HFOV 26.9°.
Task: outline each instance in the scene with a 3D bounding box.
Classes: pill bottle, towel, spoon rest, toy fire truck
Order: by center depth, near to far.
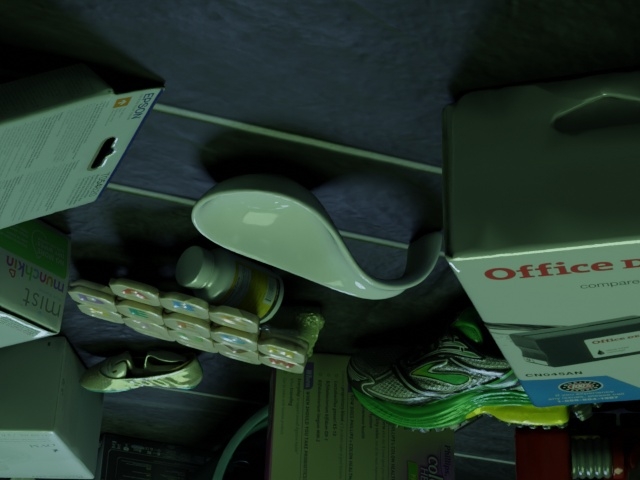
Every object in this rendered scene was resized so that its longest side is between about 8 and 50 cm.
[{"bbox_3d":[0.000,0.000,1.366,0.276,0.084,0.137,16,151,-27],"label":"spoon rest"},{"bbox_3d":[-0.102,0.046,1.491,0.065,0.065,0.116,-21,145,40],"label":"pill bottle"},{"bbox_3d":[-0.056,0.112,1.668,0.110,0.027,0.148,6,155,-5],"label":"towel"},{"bbox_3d":[0.376,0.316,1.818,0.217,0.158,0.246,-1,174,7],"label":"toy fire truck"}]

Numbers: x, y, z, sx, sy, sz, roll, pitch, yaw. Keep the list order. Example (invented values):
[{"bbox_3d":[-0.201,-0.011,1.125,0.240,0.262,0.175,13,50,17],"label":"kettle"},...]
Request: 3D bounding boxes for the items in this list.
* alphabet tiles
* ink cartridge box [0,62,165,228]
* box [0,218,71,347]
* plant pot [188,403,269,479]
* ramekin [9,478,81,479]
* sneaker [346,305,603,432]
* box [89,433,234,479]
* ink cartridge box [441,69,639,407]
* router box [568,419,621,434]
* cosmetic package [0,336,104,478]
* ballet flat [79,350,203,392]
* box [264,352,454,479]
[{"bbox_3d":[-0.153,0.103,1.574,0.284,0.021,0.278,15,165,2],"label":"alphabet tiles"},{"bbox_3d":[-0.276,-0.075,1.211,0.224,0.045,0.223,-19,163,-35],"label":"ink cartridge box"},{"bbox_3d":[-0.438,0.025,1.406,0.231,0.126,0.262,-15,149,31],"label":"box"},{"bbox_3d":[-0.054,0.421,2.002,0.341,0.341,0.334,12,160,-19],"label":"plant pot"},{"bbox_3d":[-0.470,0.498,2.315,0.109,0.207,0.207,8,155,-33],"label":"ramekin"},{"bbox_3d":[0.175,0.139,1.631,0.344,0.134,0.146,-9,117,36],"label":"sneaker"},{"bbox_3d":[-0.256,0.420,2.148,0.231,0.183,0.056,13,153,-22],"label":"box"},{"bbox_3d":[0.297,0.013,1.269,0.285,0.166,0.395,-7,152,18],"label":"ink cartridge box"},{"bbox_3d":[0.383,0.303,2.012,0.122,0.038,0.092,10,153,-15],"label":"router box"},{"bbox_3d":[-0.435,0.233,1.827,0.224,0.138,0.224,0,155,6],"label":"cosmetic package"},{"bbox_3d":[-0.241,0.168,1.790,0.168,0.057,0.052,-3,126,2],"label":"ballet flat"},{"bbox_3d":[0.050,0.272,1.775,0.243,0.213,0.117,4,154,-5],"label":"box"}]
